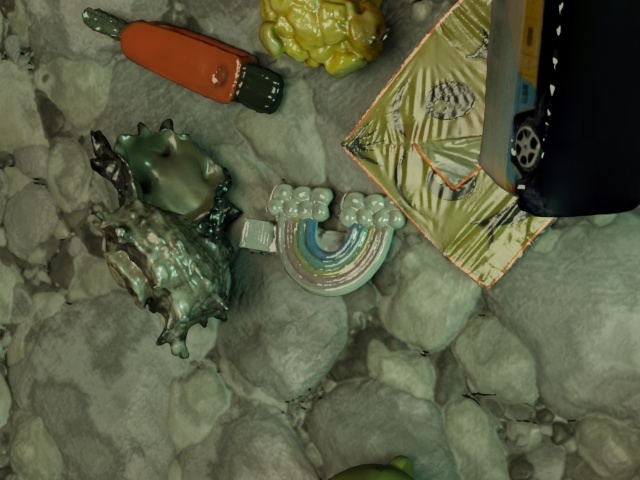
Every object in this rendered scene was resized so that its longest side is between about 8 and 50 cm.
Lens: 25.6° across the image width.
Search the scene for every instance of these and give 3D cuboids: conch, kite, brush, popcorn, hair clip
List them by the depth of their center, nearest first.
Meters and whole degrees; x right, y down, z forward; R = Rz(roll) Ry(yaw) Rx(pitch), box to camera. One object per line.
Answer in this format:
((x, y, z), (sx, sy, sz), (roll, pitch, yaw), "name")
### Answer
((0.175, -0.128, 1.704), (0.327, 0.013, 0.378), (-4, 89, 25), "kite")
((0.001, -0.294, 1.731), (0.163, 0.140, 0.194), (-20, 94, 19), "popcorn")
((0.000, 0.000, 1.793), (0.220, 0.054, 0.140), (7, 83, 23), "hair clip")
((-0.211, -0.008, 1.797), (0.186, 0.240, 0.313), (-13, 73, 14), "conch")
((-0.184, -0.249, 1.876), (0.323, 0.051, 0.070), (26, 111, 21), "brush")

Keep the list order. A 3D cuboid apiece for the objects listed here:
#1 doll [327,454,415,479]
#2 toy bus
((0.056, 0.397, 1.712), (0.161, 0.177, 0.261), (16, 104, 26), "doll")
((0.266, -0.230, 1.511), (0.162, 0.171, 0.386), (33, 124, 58), "toy bus")
